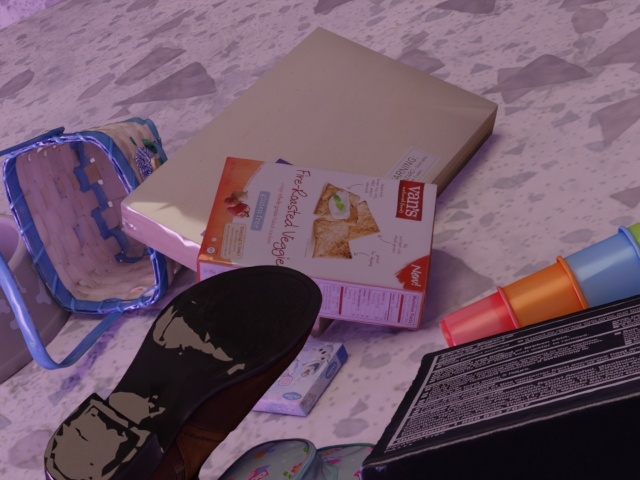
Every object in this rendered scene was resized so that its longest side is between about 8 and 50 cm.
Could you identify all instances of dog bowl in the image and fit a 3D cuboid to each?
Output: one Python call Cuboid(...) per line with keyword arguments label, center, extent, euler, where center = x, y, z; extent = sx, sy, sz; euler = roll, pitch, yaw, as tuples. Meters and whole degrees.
Cuboid(label="dog bowl", center=(-0.495, 0.092, 1.533), extent=(0.348, 0.102, 0.349), euler=(-18, 30, 11))

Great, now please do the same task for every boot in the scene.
Cuboid(label="boot", center=(-0.098, 0.176, 0.955), extent=(0.096, 0.280, 0.264), euler=(29, 57, 19))

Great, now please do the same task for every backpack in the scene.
Cuboid(label="backpack", center=(-0.018, 0.230, 0.891), extent=(0.188, 0.144, 0.166), euler=(-34, 7, -35))

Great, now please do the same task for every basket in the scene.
Cuboid(label="basket", center=(-0.290, -0.019, 1.406), extent=(0.201, 0.255, 0.289), euler=(-8, 22, 36))

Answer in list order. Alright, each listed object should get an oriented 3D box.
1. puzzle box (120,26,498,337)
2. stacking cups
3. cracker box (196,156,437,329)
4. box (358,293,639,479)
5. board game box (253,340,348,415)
Cuboid(label="puzzle box", center=(-0.004, -0.088, 1.388), extent=(0.272, 0.052, 0.409), euler=(28, 52, 20))
Cuboid(label="stacking cups", center=(0.263, 0.035, 1.075), extent=(0.316, 0.096, 0.096), euler=(-23, 29, 8))
Cuboid(label="cracker box", center=(0.000, 0.000, 1.225), extent=(0.232, 0.067, 0.156), euler=(8, 47, 3))
Cuboid(label="box", center=(0.209, 0.143, 0.734), extent=(0.296, 0.183, 0.294), euler=(-17, 4, 14))
Cuboid(label="board game box", center=(-0.031, 0.137, 1.190), extent=(0.090, 0.020, 0.090), euler=(1, 37, 37))
